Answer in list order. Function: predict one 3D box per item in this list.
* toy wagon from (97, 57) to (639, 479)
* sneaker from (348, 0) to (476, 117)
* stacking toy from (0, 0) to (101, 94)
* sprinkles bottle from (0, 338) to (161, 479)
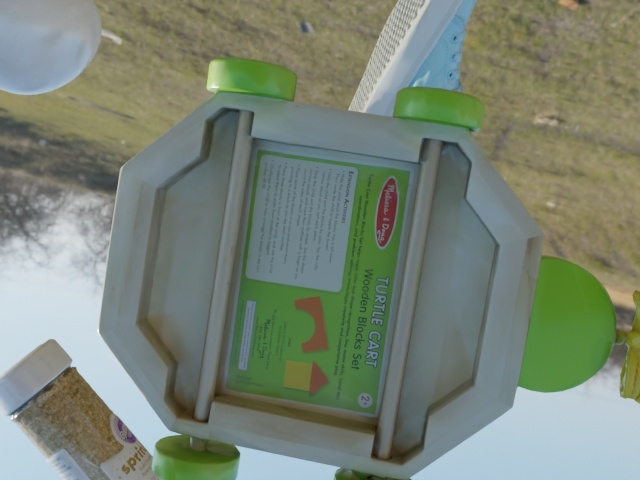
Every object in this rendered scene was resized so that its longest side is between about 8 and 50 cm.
[{"bbox_3d":[0.035,0.037,0.508,0.344,0.267,0.068,9,-176,5],"label":"toy wagon"},{"bbox_3d":[0.133,-0.187,0.998,0.150,0.366,0.135,18,-142,-13],"label":"sneaker"},{"bbox_3d":[-0.435,-0.168,0.732,0.479,0.351,0.350,-3,178,8],"label":"stacking toy"},{"bbox_3d":[-0.327,0.314,1.175,0.355,0.121,0.121,52,176,-7],"label":"sprinkles bottle"}]
